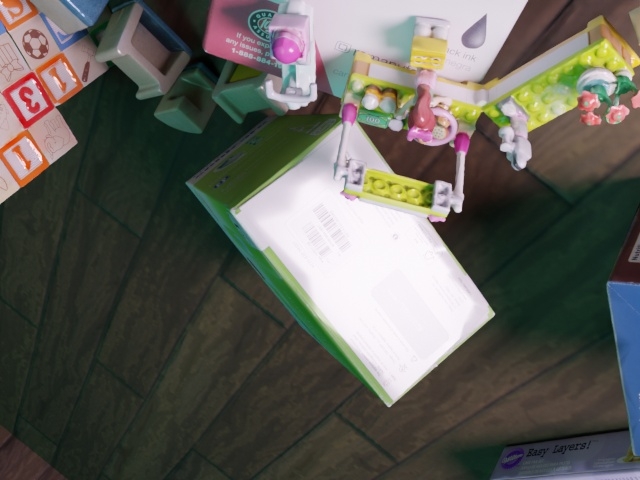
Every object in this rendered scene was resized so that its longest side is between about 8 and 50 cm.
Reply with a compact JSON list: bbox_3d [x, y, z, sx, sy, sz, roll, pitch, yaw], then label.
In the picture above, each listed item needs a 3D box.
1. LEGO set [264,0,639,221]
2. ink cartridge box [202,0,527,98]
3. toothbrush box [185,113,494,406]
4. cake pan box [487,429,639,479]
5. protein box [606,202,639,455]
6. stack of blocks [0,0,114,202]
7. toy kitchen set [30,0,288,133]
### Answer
[{"bbox_3d":[0.106,-0.083,0.516,0.287,0.107,0.132,0,141,14],"label":"LEGO set"},{"bbox_3d":[0.051,-0.232,0.531,0.207,0.117,0.283,18,141,-5],"label":"ink cartridge box"},{"bbox_3d":[0.000,0.000,0.743,0.206,0.122,0.283,53,173,-17],"label":"toothbrush box"},{"bbox_3d":[0.364,0.332,0.918,0.267,0.070,0.246,48,143,-10],"label":"cake pan box"},{"bbox_3d":[0.347,0.073,0.618,0.201,0.136,0.199,5,131,36],"label":"protein box"},{"bbox_3d":[-0.327,-0.154,0.812,0.087,0.297,0.171,-2,127,38],"label":"stack of blocks"},{"bbox_3d":[-0.127,-0.217,0.765,0.166,0.122,0.207,-3,145,41],"label":"toy kitchen set"}]
